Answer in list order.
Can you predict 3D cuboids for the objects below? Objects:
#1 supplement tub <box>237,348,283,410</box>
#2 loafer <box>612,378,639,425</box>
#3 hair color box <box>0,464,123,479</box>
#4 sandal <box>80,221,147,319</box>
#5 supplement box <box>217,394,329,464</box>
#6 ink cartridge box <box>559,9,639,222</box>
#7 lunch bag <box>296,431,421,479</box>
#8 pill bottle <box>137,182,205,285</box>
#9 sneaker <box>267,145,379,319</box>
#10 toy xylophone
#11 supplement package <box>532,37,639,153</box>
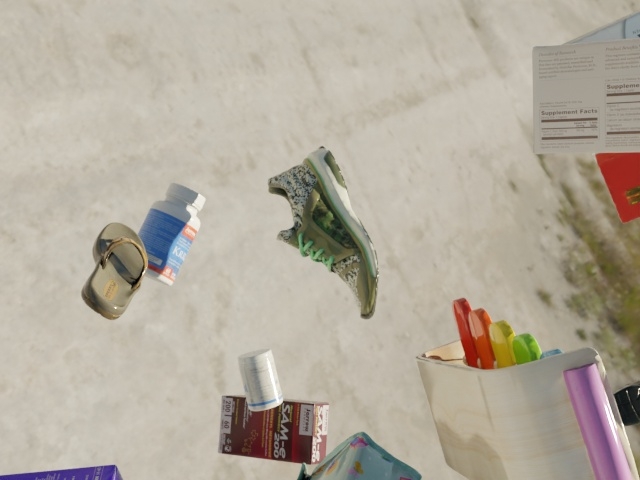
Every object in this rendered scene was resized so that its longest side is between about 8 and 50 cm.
[{"bbox_3d":[-0.117,0.270,1.565,0.071,0.071,0.107,-15,92,-60],"label":"supplement tub"},{"bbox_3d":[0.518,0.259,1.316,0.061,0.170,0.062,137,-63,-75],"label":"loafer"},{"bbox_3d":[-0.522,0.521,1.495,0.110,0.338,0.185,-94,176,-50],"label":"hair color box"},{"bbox_3d":[-0.293,0.032,1.179,0.090,0.060,0.219,34,21,-16],"label":"sandal"},{"bbox_3d":[-0.104,0.409,1.762,0.073,0.239,0.130,18,73,-61],"label":"supplement box"},{"bbox_3d":[0.666,-0.257,1.566,0.385,0.308,0.091,66,14,-5],"label":"ink cartridge box"},{"bbox_3d":[0.011,0.459,1.271,0.160,0.262,0.223,39,43,-8],"label":"lunch bag"},{"bbox_3d":[-0.355,-0.017,1.879,0.124,0.124,0.222,31,78,-36],"label":"pill bottle"},{"bbox_3d":[0.000,0.000,1.762,0.158,0.182,0.410,89,-20,-65],"label":"sneaker"},{"bbox_3d":[0.171,0.184,0.738,0.322,0.081,0.236,-164,-121,-80],"label":"toy xylophone"},{"bbox_3d":[0.440,-0.197,1.083,0.204,0.261,0.145,-20,110,-58],"label":"supplement package"}]
